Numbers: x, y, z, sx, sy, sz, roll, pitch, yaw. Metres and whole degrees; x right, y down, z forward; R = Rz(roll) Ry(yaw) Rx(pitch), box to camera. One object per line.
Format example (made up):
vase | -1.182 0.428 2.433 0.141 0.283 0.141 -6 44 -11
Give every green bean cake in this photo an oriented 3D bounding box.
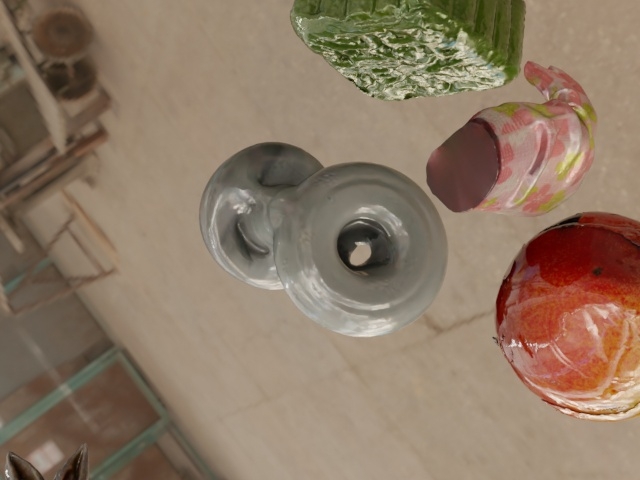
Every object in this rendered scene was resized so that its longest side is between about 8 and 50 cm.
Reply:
green bean cake | 0.102 -0.260 1.352 0.222 0.125 0.248 -1 160 36

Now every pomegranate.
pomegranate | 0.288 0.081 1.142 0.235 0.210 0.210 20 149 24

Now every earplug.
earplug | -0.003 -0.005 1.409 0.325 0.214 0.175 21 162 23

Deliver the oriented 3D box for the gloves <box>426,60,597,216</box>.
gloves | 0.204 -0.085 1.089 0.126 0.241 0.145 40 127 36

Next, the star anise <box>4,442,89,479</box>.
star anise | -0.324 0.335 1.321 0.262 0.230 0.081 13 150 -1
